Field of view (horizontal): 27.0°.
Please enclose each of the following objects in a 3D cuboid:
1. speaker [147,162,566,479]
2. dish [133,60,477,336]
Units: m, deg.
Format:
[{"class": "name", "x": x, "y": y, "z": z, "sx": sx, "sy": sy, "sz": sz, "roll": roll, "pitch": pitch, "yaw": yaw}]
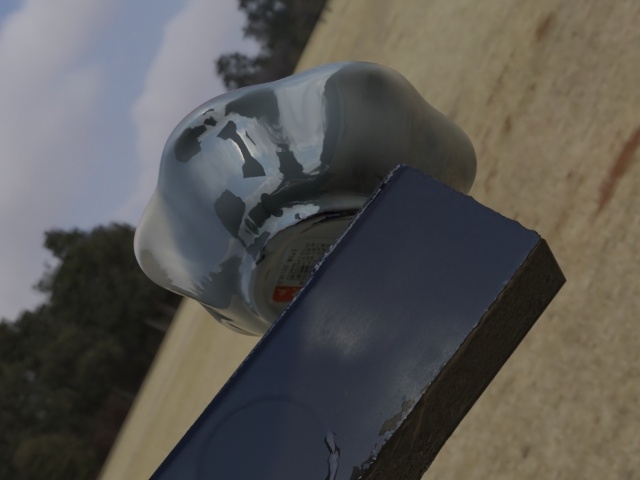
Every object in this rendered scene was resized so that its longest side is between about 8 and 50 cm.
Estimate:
[{"class": "speaker", "x": 0.002, "y": 0.073, "z": 0.548, "sx": 0.218, "sy": 0.082, "sz": 0.044, "roll": -50, "pitch": -35, "yaw": -10}, {"class": "dish", "x": 0.000, "y": 0.000, "z": 0.838, "sx": 0.229, "sy": 0.229, "sz": 0.081, "roll": -63, "pitch": 32, "yaw": 35}]
